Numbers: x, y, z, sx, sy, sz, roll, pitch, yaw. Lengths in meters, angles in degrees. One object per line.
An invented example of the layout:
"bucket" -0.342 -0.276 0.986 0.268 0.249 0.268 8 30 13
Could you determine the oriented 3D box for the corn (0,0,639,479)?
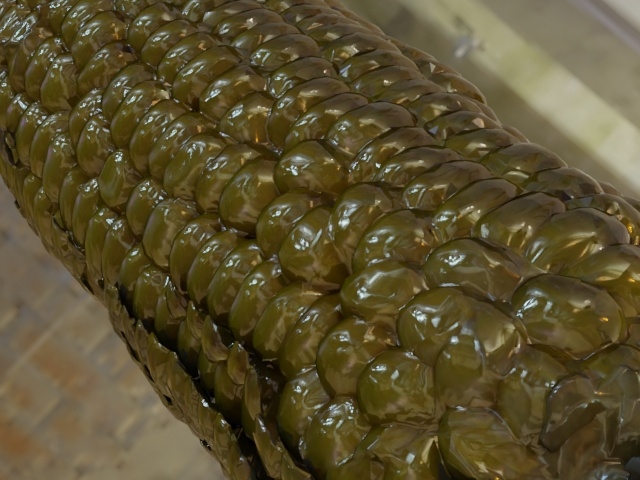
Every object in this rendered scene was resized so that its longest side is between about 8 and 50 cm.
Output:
"corn" 0.000 0.000 0.469 0.318 0.115 0.115 45 -16 48
